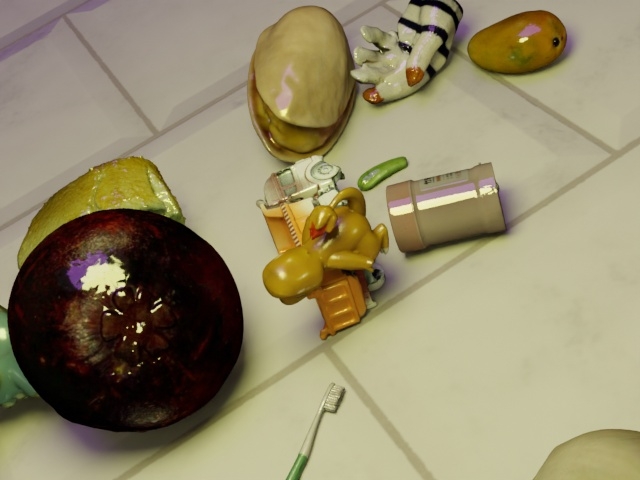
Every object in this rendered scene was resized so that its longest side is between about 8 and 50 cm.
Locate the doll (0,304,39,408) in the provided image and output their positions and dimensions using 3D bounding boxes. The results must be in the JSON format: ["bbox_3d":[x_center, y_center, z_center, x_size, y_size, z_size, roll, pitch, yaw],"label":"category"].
[{"bbox_3d":[-0.496,0.214,1.315,0.260,0.161,0.177,-47,16,-12],"label":"doll"}]

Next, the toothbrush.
[{"bbox_3d":[-0.029,0.276,1.153,0.024,0.018,0.257,12,52,26],"label":"toothbrush"}]

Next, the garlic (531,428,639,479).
[{"bbox_3d":[0.323,0.305,0.876,0.340,0.232,0.245,38,114,61],"label":"garlic"}]

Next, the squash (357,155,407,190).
[{"bbox_3d":[0.095,-0.106,1.484,0.089,0.027,0.027,-32,42,-11],"label":"squash"}]

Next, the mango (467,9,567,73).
[{"bbox_3d":[0.316,-0.316,1.554,0.163,0.089,0.111,-16,30,23],"label":"mango"}]

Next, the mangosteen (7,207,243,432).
[{"bbox_3d":[-0.254,0.104,1.243,0.293,0.297,0.297,-17,32,54],"label":"mangosteen"}]

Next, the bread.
[{"bbox_3d":[-0.327,-0.003,1.458,0.257,0.186,0.124,-29,46,4],"label":"bread"}]

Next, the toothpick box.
[{"bbox_3d":[0.174,-0.045,1.329,0.149,0.098,0.098,-12,43,12],"label":"toothpick box"}]

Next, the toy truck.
[{"bbox_3d":[0.000,0.000,1.358,0.135,0.114,0.270,-20,44,-3],"label":"toy truck"}]

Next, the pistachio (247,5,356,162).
[{"bbox_3d":[-0.028,-0.263,1.598,0.188,0.187,0.299,-8,50,17],"label":"pistachio"}]

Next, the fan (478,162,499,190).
[{"bbox_3d":[0.226,-0.081,1.413,0.060,0.003,0.080,-25,42,-2],"label":"fan"}]

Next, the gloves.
[{"bbox_3d":[0.145,-0.317,1.619,0.140,0.131,0.218,31,88,24],"label":"gloves"}]

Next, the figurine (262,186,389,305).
[{"bbox_3d":[0.000,0.005,1.191,0.176,0.122,0.121,-40,59,-22],"label":"figurine"}]
